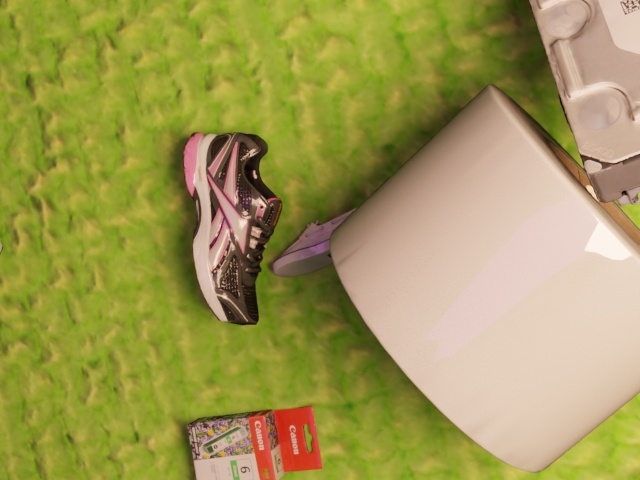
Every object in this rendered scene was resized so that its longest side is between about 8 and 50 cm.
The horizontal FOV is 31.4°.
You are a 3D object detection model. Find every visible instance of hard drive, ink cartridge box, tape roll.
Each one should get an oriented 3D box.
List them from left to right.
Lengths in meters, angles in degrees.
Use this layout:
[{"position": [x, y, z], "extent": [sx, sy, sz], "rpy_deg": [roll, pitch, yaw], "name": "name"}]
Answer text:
[{"position": [-0.060, 0.189, 1.038], "extent": [0.115, 0.029, 0.063], "rpy_deg": [-10, 91, 17], "name": "ink cartridge box"}, {"position": [0.149, 0.026, 0.853], "extent": [0.169, 0.246, 0.246], "rpy_deg": [-43, 82, 16], "name": "tape roll"}, {"position": [0.260, -0.206, 0.804], "extent": [0.236, 0.064, 0.339], "rpy_deg": [-20, 55, 18], "name": "hard drive"}]

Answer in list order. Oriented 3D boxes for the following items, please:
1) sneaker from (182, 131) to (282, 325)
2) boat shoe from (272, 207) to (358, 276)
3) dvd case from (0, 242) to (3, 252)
[{"position": [-0.070, -0.012, 1.004], "extent": [0.077, 0.072, 0.178], "rpy_deg": [-9, 93, 15], "name": "sneaker"}, {"position": [0.000, 0.000, 1.007], "extent": [0.100, 0.035, 0.035], "rpy_deg": [-27, 60, 20], "name": "boat shoe"}, {"position": [-0.434, -0.059, 1.050], "extent": [0.180, 0.022, 0.253], "rpy_deg": [-11, 131, 17], "name": "dvd case"}]
